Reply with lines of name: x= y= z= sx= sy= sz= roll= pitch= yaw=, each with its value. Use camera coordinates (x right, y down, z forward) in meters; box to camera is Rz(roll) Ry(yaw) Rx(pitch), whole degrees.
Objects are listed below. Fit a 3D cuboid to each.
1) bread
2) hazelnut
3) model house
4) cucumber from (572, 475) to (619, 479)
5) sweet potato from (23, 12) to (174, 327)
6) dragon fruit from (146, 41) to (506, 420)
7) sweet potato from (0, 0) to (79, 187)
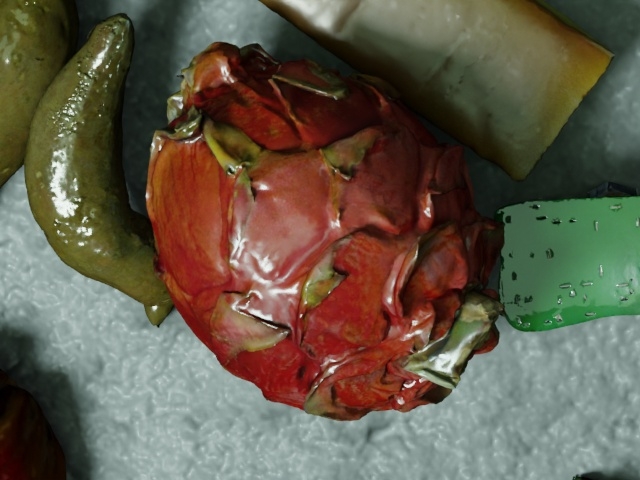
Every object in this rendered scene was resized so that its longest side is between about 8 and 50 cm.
bread: x=0.065 y=-0.209 z=1.605 sx=0.361 sy=0.077 sz=0.138 roll=35 pitch=105 yaw=0
hazelnut: x=-0.322 y=0.205 z=1.712 sx=0.204 sy=0.178 sz=0.178 roll=43 pitch=104 yaw=-7
model house: x=0.232 y=0.008 z=1.618 sx=0.167 sy=0.088 sz=0.117 roll=-8 pitch=101 yaw=6
cucumber: x=0.242 y=0.378 z=1.692 sx=0.145 sy=0.105 sz=0.325 roll=19 pitch=106 yaw=3
sweet potato: x=-0.189 y=-0.042 z=1.623 sx=0.124 sy=0.098 sz=0.310 roll=-24 pitch=120 yaw=-19
dragon fruit: x=0.000 y=0.000 z=1.560 sx=0.342 sy=0.277 sz=0.277 roll=39 pitch=105 yaw=18
sweet potato: x=-0.323 y=-0.077 z=1.663 sx=0.130 sy=0.130 sz=0.422 roll=29 pitch=105 yaw=2
